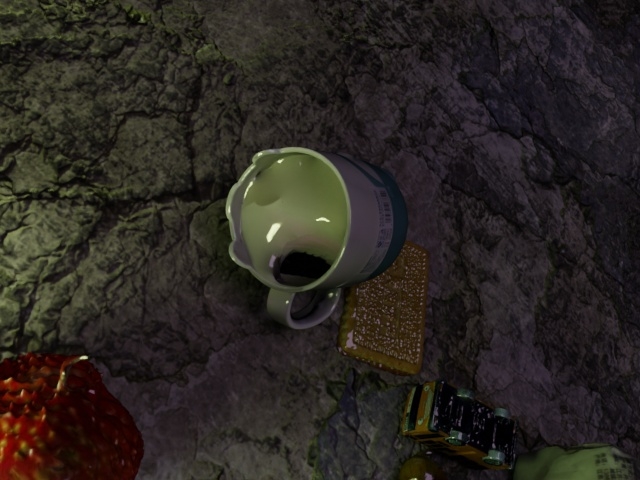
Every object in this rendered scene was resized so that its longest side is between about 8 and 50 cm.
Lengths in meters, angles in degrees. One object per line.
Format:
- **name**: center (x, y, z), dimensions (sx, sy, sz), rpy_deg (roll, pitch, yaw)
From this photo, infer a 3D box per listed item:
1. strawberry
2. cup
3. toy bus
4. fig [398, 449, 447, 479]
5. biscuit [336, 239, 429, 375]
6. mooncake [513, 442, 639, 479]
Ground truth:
- **strawberry**: center (-0.321, 0.240, 1.003), dimensions (0.292, 0.343, 0.292), rpy_deg (15, 61, -29)
- **cup**: center (0.000, 0.000, 1.386), dimensions (0.257, 0.219, 0.290), rpy_deg (0, 107, -58)
- **toy bus**: center (0.236, 0.318, 1.492), dimensions (0.201, 0.114, 0.098), rpy_deg (31, 58, -27)
- **fig**: center (0.167, 0.391, 1.451), dimensions (0.084, 0.082, 0.098), rpy_deg (-1, 37, -16)
- **biscuit**: center (0.119, 0.104, 1.548), dimensions (0.172, 0.029, 0.254), rpy_deg (22, 62, -27)
- **mooncake**: center (0.441, 0.471, 1.486), dimensions (0.136, 0.250, 0.254), rpy_deg (38, 53, -24)
